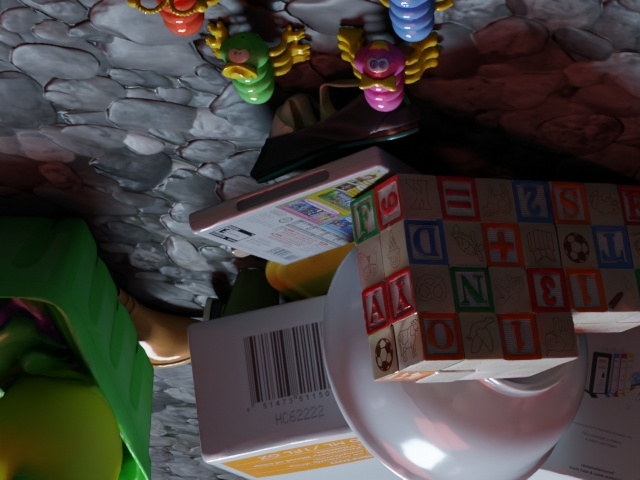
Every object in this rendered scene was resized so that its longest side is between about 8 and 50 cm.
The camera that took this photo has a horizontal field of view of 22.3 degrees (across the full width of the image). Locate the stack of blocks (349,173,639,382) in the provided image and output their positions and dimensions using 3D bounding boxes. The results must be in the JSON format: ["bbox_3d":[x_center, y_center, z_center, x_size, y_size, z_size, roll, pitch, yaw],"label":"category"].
[{"bbox_3d":[0.184,0.037,1.506,0.297,0.171,0.087,1,163,-30],"label":"stack of blocks"}]

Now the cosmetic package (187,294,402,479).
[{"bbox_3d":[0.032,0.199,1.920,0.230,0.161,0.453,-13,162,14],"label":"cosmetic package"}]

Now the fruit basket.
[{"bbox_3d":[-0.339,0.198,1.859,0.283,0.392,0.392,1,156,18],"label":"fruit basket"}]

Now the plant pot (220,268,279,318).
[{"bbox_3d":[-0.080,0.078,1.925,0.083,0.079,0.083,7,157,3],"label":"plant pot"}]

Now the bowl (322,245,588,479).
[{"bbox_3d":[0.160,0.098,1.606,0.298,0.298,0.134,19,153,-22],"label":"bowl"}]

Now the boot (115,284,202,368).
[{"bbox_3d":[-0.238,0.096,2.047,0.197,0.073,0.152,1,150,4],"label":"boot"}]

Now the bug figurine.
[{"bbox_3d":[-0.013,-0.171,1.325,0.279,0.072,0.216,3,157,13],"label":"bug figurine"}]

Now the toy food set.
[{"bbox_3d":[0.000,0.000,1.744,0.128,0.071,0.218,-26,147,17],"label":"toy food set"}]

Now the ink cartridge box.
[{"bbox_3d":[0.293,0.182,1.831,0.168,0.233,0.171,15,157,-9],"label":"ink cartridge box"}]

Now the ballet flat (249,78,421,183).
[{"bbox_3d":[0.006,-0.108,1.480,0.203,0.074,0.074,-16,146,43],"label":"ballet flat"}]

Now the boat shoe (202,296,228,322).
[{"bbox_3d":[-0.092,0.123,2.042,0.079,0.084,0.233,-3,160,16],"label":"boat shoe"}]

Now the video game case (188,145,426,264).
[{"bbox_3d":[0.006,-0.029,1.541,0.193,0.023,0.212,-19,164,19],"label":"video game case"}]
